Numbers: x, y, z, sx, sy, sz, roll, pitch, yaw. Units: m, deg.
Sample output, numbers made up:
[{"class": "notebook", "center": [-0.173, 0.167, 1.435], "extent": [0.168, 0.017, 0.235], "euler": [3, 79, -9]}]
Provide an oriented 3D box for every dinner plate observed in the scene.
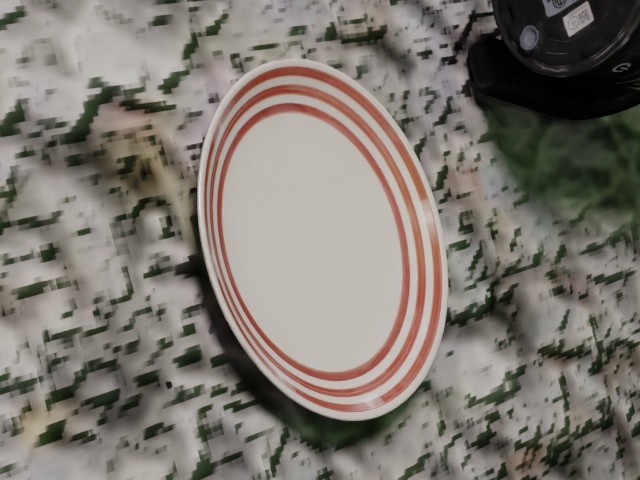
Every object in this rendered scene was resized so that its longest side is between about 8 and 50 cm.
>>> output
[{"class": "dinner plate", "center": [0.000, 0.000, 0.661], "extent": [0.141, 0.017, 0.141], "euler": [20, 63, -46]}]

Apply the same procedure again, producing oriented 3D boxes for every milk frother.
[{"class": "milk frother", "center": [0.132, -0.130, 0.772], "extent": [0.134, 0.129, 0.143], "euler": [7, 79, -45]}]
